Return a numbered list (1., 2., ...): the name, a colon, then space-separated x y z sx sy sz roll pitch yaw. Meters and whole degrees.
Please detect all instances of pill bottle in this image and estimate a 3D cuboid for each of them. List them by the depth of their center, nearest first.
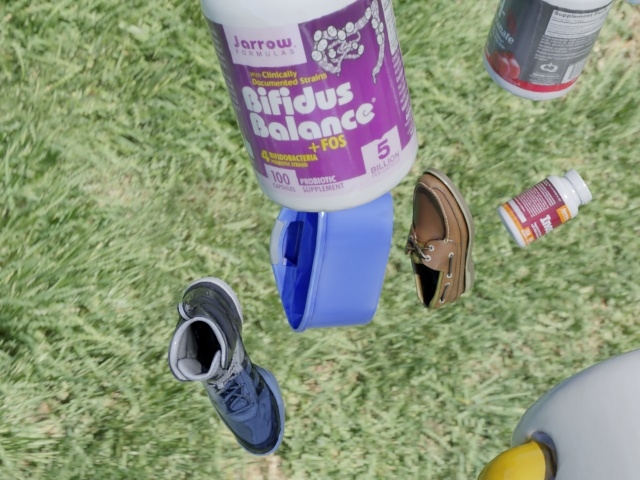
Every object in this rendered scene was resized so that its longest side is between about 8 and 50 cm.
1. pill bottle: -0.014 -0.188 0.941 0.169 0.169 0.301 -35 130 -23
2. pill bottle: 0.387 -0.398 1.682 0.176 0.318 0.176 4 54 -6
3. pill bottle: 0.393 -0.059 1.796 0.152 0.086 0.086 -32 91 6

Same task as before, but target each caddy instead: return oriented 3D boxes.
1. caddy: 0.000 0.000 1.777 0.179 0.241 0.341 0 123 -15

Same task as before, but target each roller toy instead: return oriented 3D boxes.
1. roller toy: 0.232 0.160 0.698 0.191 0.209 0.146 25 39 -43

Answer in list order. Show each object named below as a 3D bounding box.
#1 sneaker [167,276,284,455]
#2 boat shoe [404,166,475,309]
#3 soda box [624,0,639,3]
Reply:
1. sneaker: -0.134 0.189 1.396 0.101 0.153 0.268 -20 97 12
2. boat shoe: 0.213 0.010 1.872 0.104 0.111 0.307 -35 133 -19
3. soda box: 0.419 -0.389 1.270 0.063 0.058 0.183 -42 136 -52
